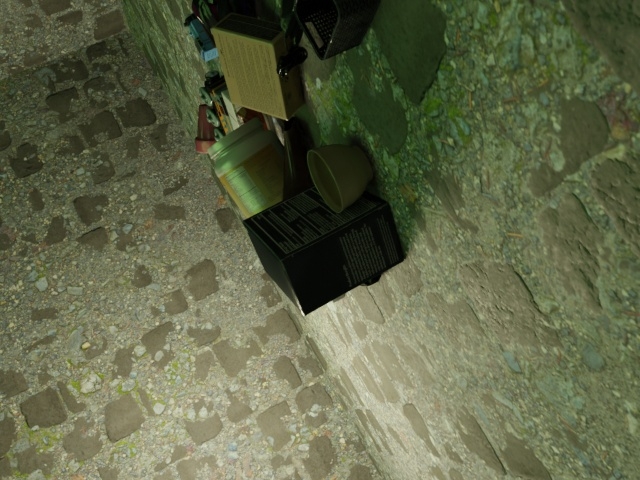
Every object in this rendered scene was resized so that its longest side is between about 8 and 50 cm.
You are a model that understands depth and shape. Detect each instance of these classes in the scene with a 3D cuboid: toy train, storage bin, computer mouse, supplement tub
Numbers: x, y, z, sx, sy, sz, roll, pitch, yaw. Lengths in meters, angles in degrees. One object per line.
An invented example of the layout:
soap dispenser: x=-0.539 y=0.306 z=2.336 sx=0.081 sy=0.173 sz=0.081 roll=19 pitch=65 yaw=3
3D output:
toy train: x=-0.330 y=-0.461 z=2.201 sx=0.190 sy=0.142 sz=0.333 roll=37 pitch=153 yaw=41
storage bin: x=0.025 y=-0.423 z=1.070 sx=0.122 sy=0.084 sz=0.180 roll=62 pitch=165 yaw=4
toy train: x=-0.383 y=-0.694 z=1.992 sx=0.184 sy=0.105 sz=0.080 roll=61 pitch=166 yaw=6
computer mouse: x=-0.038 y=-0.475 z=1.224 sx=0.184 sy=0.060 sz=0.262 roll=-67 pitch=-15 yaw=-64
supplement tub: x=-0.189 y=-0.205 z=1.882 sx=0.316 sy=0.228 sz=0.228 roll=56 pitch=167 yaw=-10

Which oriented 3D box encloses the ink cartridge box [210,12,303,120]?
ink cartridge box: x=-0.156 y=-0.443 z=1.527 sx=0.193 sy=0.088 sz=0.234 roll=23 pitch=148 yaw=24

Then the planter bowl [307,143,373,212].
planter bowl: x=0.055 y=-0.160 z=1.406 sx=0.162 sy=0.109 sz=0.162 roll=57 pitch=164 yaw=25

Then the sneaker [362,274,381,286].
sneaker: x=0.068 y=0.080 z=1.645 sx=0.130 sy=0.228 sz=0.087 roll=157 pitch=122 yaw=-67

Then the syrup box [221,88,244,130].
syrup box: x=-0.256 y=-0.417 z=2.080 sx=0.096 sy=0.093 sz=0.236 roll=49 pitch=161 yaw=42

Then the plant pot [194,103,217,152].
plant pot: x=-0.414 y=-0.461 z=2.409 sx=0.201 sy=0.201 sz=0.180 roll=-144 pitch=45 yaw=-61

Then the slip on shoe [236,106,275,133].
slip on shoe: x=-0.199 y=-0.325 z=2.037 sx=0.123 sy=0.101 sz=0.331 roll=44 pitch=159 yaw=48

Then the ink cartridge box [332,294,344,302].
ink cartridge box: x=0.032 y=0.158 z=2.210 sx=0.088 sy=0.052 sz=0.122 roll=29 pitch=143 yaw=66

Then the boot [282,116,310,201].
boot: x=-0.082 y=-0.215 z=1.690 sx=0.248 sy=0.090 sz=0.206 roll=-86 pitch=-15 yaw=-54

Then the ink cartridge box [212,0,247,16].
ink cartridge box: x=-0.246 y=-0.652 z=1.697 sx=0.208 sy=0.045 sz=0.206 roll=54 pitch=165 yaw=23

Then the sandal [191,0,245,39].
sandal: x=-0.271 y=-0.578 z=1.622 sx=0.167 sy=0.107 sz=0.445 roll=53 pitch=165 yaw=21

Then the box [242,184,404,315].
box: x=0.000 y=0.000 z=1.520 sx=0.296 sy=0.294 sz=0.182 roll=40 pitch=154 yaw=58
